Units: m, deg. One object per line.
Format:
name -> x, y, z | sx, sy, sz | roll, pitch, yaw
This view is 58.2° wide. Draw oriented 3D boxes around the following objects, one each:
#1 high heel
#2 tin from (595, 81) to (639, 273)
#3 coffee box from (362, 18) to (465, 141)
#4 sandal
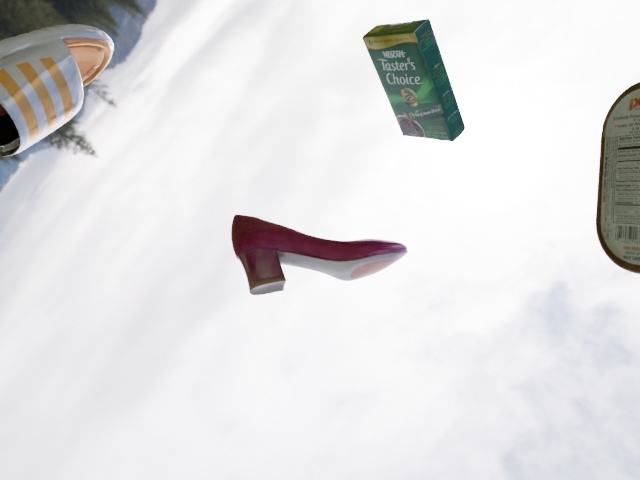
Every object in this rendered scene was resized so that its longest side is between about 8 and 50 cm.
high heel -> 0.000, 0.000, 0.804 | 0.082, 0.243, 0.117 | 107, -32, -62
tin -> 0.320, -0.061, 0.553 | 0.106, 0.040, 0.190 | 9, -81, 63
coffee box -> 0.143, -0.240, 0.878 | 0.040, 0.184, 0.113 | -43, -144, -21
sandal -> -0.292, -0.105, 0.498 | 0.265, 0.076, 0.102 | -32, 176, -30
